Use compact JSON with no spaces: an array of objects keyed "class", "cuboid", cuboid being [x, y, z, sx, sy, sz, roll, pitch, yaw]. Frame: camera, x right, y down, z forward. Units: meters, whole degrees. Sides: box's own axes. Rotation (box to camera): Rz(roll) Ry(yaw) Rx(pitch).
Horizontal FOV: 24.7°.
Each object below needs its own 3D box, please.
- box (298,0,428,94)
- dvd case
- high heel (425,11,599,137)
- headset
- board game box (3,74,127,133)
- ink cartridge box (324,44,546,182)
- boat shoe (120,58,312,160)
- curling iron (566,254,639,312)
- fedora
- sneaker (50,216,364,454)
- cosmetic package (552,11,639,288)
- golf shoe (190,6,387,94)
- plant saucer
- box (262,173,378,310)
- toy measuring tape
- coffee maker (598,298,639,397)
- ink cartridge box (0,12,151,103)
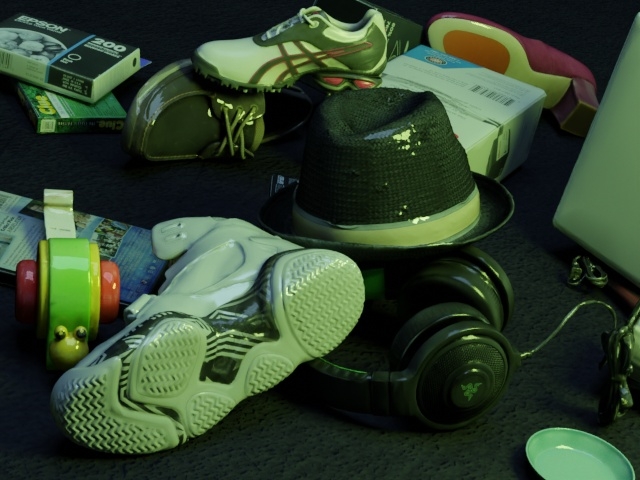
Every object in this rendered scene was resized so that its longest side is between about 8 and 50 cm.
[{"class":"box","cuboid":[0.062,-0.290,2.253,0.108,0.153,0.207,29,10,26]},{"class":"dvd case","cuboid":[-0.309,0.014,1.737,0.253,0.022,0.180,15,29,3]},{"class":"high heel","cuboid":[0.304,-0.297,2.392,0.377,0.127,0.181,29,27,-31]},{"class":"headset","cuboid":[0.154,0.128,1.650,0.394,0.185,0.243,0,32,7]},{"class":"board game box","cuboid":[-0.383,-0.226,2.137,0.136,0.030,0.259,0,31,-28]},{"class":"ink cartridge box","cuboid":[0.162,-0.161,2.140,0.223,0.129,0.307,25,31,21]},{"class":"boat shoe","cuboid":[-0.133,-0.183,2.056,0.130,0.132,0.355,27,32,25]},{"class":"curling iron","cuboid":[0.407,0.097,1.875,0.068,0.035,0.274,-8,34,-27]},{"class":"fedora","cuboid":[0.078,-0.094,1.727,0.334,0.152,0.334,-1,20,0]},{"class":"sneaker","cuboid":[-0.149,0.090,1.544,0.366,0.137,0.210,-26,33,-29]},{"class":"cosmetic package","cuboid":[0.590,-0.069,1.919,0.329,0.327,0.394,-3,31,-40]},{"class":"golf shoe","cuboid":[-0.042,-0.267,2.008,0.273,0.120,0.105,0,29,-12]},{"class":"plant saucer","cuboid":[0.275,0.245,1.562,0.119,0.021,0.119,10,29,-6]},{"class":"box","cuboid":[0.000,0.000,1.832,0.147,0.077,0.180,10,28,-5]},{"class":"toy measuring tape","cuboid":[-0.281,0.014,1.611,0.121,0.121,0.330,5,38,-15]},{"class":"coffee maker","cuboid":[0.443,0.126,1.709,0.178,0.120,0.171,33,66,11]},{"class":"ink cartridge box","cuboid":[-0.380,-0.281,2.163,0.206,0.045,0.208,18,27,11]}]
